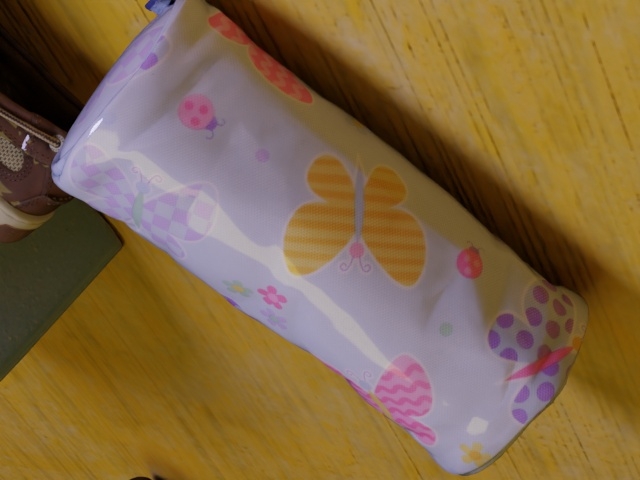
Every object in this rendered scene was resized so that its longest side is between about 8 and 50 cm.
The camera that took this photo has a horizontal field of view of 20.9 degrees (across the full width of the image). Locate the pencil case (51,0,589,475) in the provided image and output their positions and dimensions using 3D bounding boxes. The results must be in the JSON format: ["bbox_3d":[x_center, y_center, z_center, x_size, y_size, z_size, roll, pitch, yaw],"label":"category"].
[{"bbox_3d":[0.000,0.000,0.850,0.273,0.113,0.124,37,163,-8],"label":"pencil case"}]

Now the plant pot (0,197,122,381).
[{"bbox_3d":[-0.328,0.018,1.069,0.247,0.252,0.248,0,140,45],"label":"plant pot"}]

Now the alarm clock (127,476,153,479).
[{"bbox_3d":[-0.139,0.266,1.435,0.064,0.129,0.192,18,178,20],"label":"alarm clock"}]

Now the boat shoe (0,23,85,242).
[{"bbox_3d":[-0.212,-0.123,0.921,0.095,0.095,0.257,-35,106,23],"label":"boat shoe"}]
